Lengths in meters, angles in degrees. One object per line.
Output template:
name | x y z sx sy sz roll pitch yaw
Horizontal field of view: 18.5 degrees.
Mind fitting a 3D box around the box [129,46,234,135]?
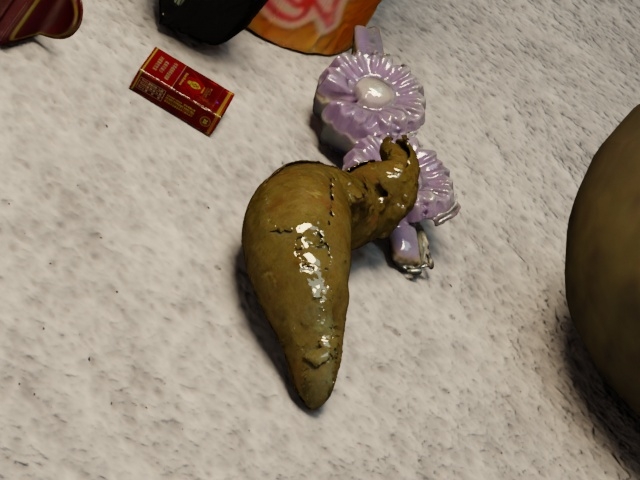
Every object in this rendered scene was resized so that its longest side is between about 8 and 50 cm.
box | -0.119 -0.129 1.690 0.082 0.023 0.051 31 32 -5

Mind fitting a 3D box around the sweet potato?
sweet potato | -0.002 -0.003 1.556 0.124 0.098 0.310 33 36 -6

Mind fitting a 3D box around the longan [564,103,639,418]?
longan | 0.393 0.039 1.649 0.404 0.336 0.404 36 -7 5

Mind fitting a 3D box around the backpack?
backpack | -0.087 -0.254 1.753 0.106 0.165 0.120 25 36 -25

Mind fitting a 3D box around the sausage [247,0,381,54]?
sausage | 0.007 -0.358 1.872 0.233 0.287 0.233 24 31 -16

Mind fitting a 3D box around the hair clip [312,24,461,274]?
hair clip | 0.053 -0.085 1.752 0.106 0.084 0.292 1 46 -17

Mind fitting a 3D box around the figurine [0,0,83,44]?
figurine | -0.261 -0.221 1.649 0.154 0.082 0.098 40 12 10
